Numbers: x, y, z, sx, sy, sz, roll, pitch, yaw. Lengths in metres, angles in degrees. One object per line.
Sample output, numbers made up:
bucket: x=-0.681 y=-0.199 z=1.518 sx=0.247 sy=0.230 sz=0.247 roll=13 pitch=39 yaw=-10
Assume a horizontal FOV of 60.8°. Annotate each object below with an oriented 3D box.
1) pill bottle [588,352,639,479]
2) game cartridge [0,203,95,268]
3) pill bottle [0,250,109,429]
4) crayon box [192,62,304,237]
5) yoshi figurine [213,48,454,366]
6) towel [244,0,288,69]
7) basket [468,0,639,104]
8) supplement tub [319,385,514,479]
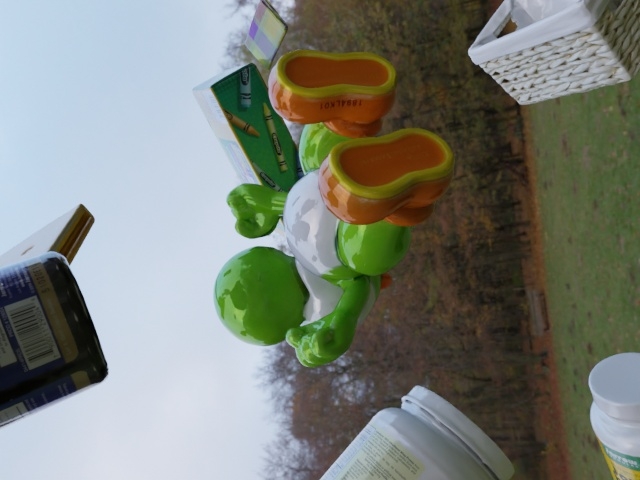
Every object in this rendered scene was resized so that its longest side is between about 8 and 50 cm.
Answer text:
pill bottle: x=0.409 y=0.246 z=0.678 sx=0.209 sy=0.117 sz=0.118 roll=61 pitch=-154 yaw=-20
game cartridge: x=-0.581 y=0.077 z=0.998 sx=0.053 sy=0.323 sz=0.285 roll=55 pitch=-176 yaw=-24
pill bottle: x=-0.291 y=0.100 z=0.419 sx=0.219 sy=0.122 sz=0.123 roll=-21 pitch=-72 yaw=-28
crayon box: x=-0.099 y=-0.143 z=0.907 sx=0.279 sy=0.081 sz=0.165 roll=63 pitch=166 yaw=-22
yoshi figurine: x=-0.022 y=0.013 z=0.530 sx=0.204 sy=0.202 sz=0.362 roll=-60 pitch=-9 yaw=-33
towel: x=-0.076 y=-0.288 z=0.765 sx=0.009 sy=0.083 sz=0.060 roll=-32 pitch=-102 yaw=-37
basket: x=0.267 y=-0.226 z=0.591 sx=0.103 sy=0.167 sz=0.113 roll=41 pitch=-103 yaw=-20
supplement tub: x=0.119 y=0.415 z=0.842 sx=0.325 sy=0.235 sz=0.235 roll=-45 pitch=-41 yaw=-15
